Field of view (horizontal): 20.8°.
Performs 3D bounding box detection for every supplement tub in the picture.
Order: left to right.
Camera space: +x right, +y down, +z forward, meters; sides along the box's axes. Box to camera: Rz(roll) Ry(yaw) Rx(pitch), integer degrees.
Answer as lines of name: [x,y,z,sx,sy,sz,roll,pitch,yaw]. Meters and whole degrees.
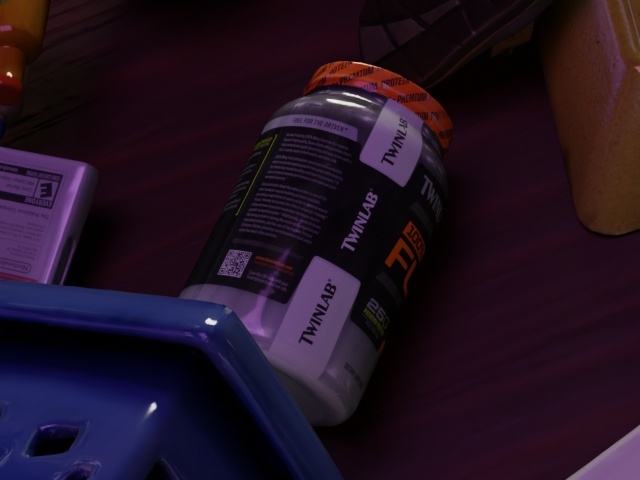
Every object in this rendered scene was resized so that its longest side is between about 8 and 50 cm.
supplement tub: [0.000,0.000,0.989,0.117,0.117,0.190,13,65,28]

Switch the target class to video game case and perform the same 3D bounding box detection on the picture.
video game case: [-0.252,0.023,1.108,0.201,0.023,0.183,11,77,26]

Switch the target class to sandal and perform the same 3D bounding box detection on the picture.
sandal: [0.107,-0.153,1.050,0.219,0.060,0.090,-34,55,37]

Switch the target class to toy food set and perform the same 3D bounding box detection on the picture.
toy food set: [-0.278,-0.109,1.170,0.232,0.111,0.104,-6,57,17]

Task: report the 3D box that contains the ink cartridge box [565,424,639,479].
ink cartridge box: [0.198,0.142,0.785,0.237,0.172,0.100,-36,54,-4]

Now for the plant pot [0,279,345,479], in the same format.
plant pot: [-0.119,0.155,0.849,0.236,0.236,0.212,4,49,38]

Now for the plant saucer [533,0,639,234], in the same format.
plant saucer: [0.277,-0.196,1.031,0.332,0.081,0.333,-16,55,12]
